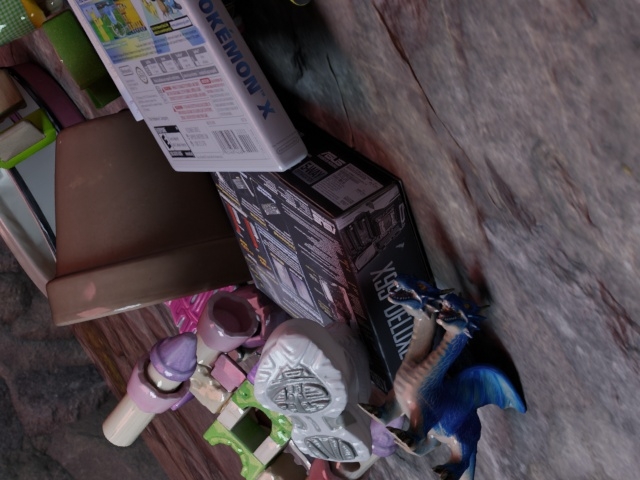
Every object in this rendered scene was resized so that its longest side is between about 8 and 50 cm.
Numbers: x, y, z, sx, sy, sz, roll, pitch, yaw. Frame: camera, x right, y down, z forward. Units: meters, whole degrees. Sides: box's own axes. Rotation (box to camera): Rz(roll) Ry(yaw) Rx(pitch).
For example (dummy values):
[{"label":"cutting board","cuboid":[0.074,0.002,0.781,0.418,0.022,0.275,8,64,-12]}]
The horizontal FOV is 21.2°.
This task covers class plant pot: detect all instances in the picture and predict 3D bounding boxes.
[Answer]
[{"label":"plant pot","cuboid":[-0.217,-0.035,2.051,0.263,0.263,0.229,164,93,-73]}]

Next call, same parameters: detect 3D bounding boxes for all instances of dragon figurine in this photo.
[{"label":"dragon figurine","cuboid":[0.130,0.144,1.588,0.085,0.144,0.289,37,173,46]}]

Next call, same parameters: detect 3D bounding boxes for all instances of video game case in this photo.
[{"label":"video game case","cuboid":[-0.152,-0.198,1.600,0.300,0.036,0.329,60,163,-13]}]

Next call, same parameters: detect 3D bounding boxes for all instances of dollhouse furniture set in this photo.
[{"label":"dollhouse furniture set","cuboid":[-0.415,-0.269,2.166,0.301,0.198,0.151,58,179,8]}]

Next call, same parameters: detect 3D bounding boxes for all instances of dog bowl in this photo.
[{"label":"dog bowl","cuboid":[-0.429,-0.095,2.640,0.408,0.150,0.408,50,161,25]}]

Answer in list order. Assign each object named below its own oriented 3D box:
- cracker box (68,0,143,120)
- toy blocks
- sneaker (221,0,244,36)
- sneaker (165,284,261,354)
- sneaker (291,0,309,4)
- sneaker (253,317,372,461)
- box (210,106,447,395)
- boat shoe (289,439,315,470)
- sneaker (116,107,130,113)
[{"label":"cracker box","cuboid":[-0.201,-0.252,1.824,0.232,0.067,0.156,61,153,-9]},{"label":"toy blocks","cuboid":[-0.032,0.166,1.953,0.288,0.309,0.260,44,128,7]},{"label":"sneaker","cuboid":[-0.133,-0.264,1.674,0.178,0.072,0.077,37,142,33]},{"label":"sneaker","cuboid":[-0.165,0.059,2.271,0.252,0.103,0.111,40,-165,13]},{"label":"sneaker","cuboid":[-0.038,-0.240,1.479,0.083,0.031,0.035,63,163,-17]},{"label":"sneaker","cuboid":[-0.002,0.117,1.605,0.232,0.090,0.115,71,-156,-58]},{"label":"box","cuboid":[0.000,0.000,1.719,0.307,0.076,0.242,36,153,51]},{"label":"boat shoe","cuboid":[0.012,0.270,2.228,0.065,0.075,0.206,-27,89,30]},{"label":"sneaker","cuboid":[-0.229,-0.091,2.224,0.083,0.071,0.190,41,157,58]}]
